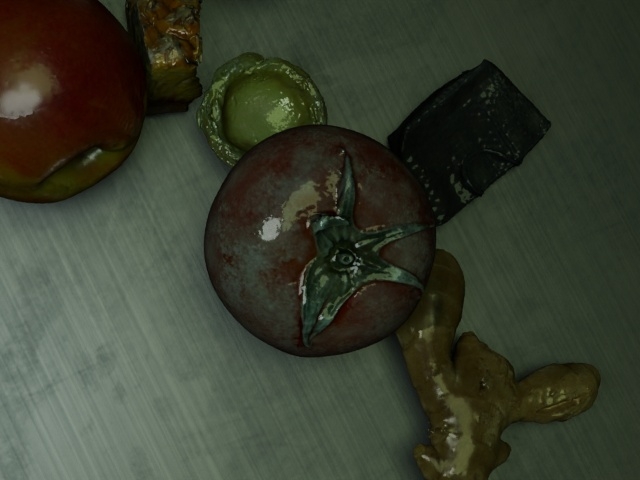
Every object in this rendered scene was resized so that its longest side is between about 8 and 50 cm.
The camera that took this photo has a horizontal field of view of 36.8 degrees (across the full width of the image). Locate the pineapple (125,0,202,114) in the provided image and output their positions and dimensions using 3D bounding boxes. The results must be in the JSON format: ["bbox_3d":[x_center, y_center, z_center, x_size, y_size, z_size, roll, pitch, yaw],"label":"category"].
[{"bbox_3d":[-0.223,-0.272,1.382,0.115,0.236,0.186,-2,126,-9],"label":"pineapple"}]

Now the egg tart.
[{"bbox_3d":[-0.087,-0.178,1.429,0.197,0.078,0.197,2,83,-13],"label":"egg tart"}]

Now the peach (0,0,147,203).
[{"bbox_3d":[-0.397,-0.212,1.270,0.308,0.308,0.332,-40,71,-15],"label":"peach"}]

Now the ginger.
[{"bbox_3d":[0.203,0.227,1.401,0.363,0.122,0.348,43,66,-13],"label":"ginger"}]

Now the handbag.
[{"bbox_3d":[0.228,-0.158,1.495,0.270,0.089,0.175,-40,98,-15],"label":"handbag"}]

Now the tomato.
[{"bbox_3d":[0.000,0.000,1.303,0.317,0.282,0.316,-2,99,-15],"label":"tomato"}]
